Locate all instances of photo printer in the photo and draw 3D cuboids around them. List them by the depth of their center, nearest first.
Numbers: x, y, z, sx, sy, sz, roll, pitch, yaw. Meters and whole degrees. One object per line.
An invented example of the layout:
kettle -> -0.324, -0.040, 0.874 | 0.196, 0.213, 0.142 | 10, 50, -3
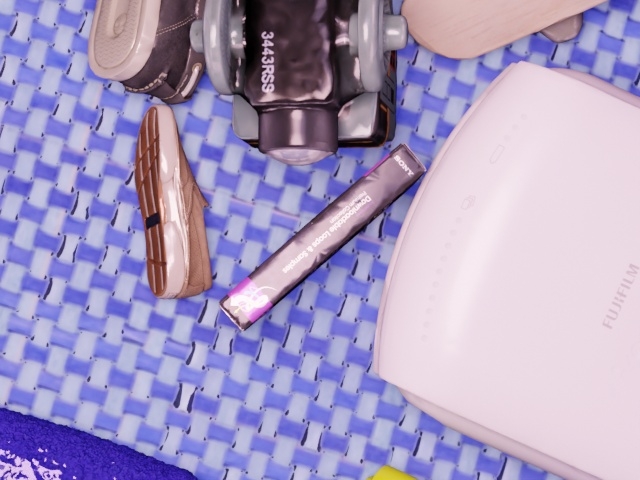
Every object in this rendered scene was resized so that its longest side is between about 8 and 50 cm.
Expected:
photo printer -> 0.202, 0.038, 1.268 | 0.307, 0.107, 0.256 | 25, 90, -6

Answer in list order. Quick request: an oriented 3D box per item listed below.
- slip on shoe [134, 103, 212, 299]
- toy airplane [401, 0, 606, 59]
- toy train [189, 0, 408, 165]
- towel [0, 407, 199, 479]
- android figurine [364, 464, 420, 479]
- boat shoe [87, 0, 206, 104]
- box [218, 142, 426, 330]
slip on shoe -> -0.099, -0.027, 1.319 | 0.041, 0.051, 0.135 | -3, 82, -28
toy airplane -> 0.274, -0.272, 1.257 | 0.386, 0.272, 0.384 | 8, 124, -9
toy train -> -0.008, -0.210, 1.259 | 0.142, 0.190, 0.334 | -2, 84, 9
towel -> -0.255, 0.218, 1.273 | 0.308, 0.076, 0.228 | 18, 87, -4
android figurine -> 0.030, 0.268, 1.237 | 0.272, 0.056, 0.248 | 20, 65, 23
boat shoe -> -0.096, -0.211, 1.326 | 0.079, 0.084, 0.233 | 22, 77, -37
box -> 0.000, 0.000, 1.282 | 0.162, 0.116, 0.029 | -42, 89, -3
